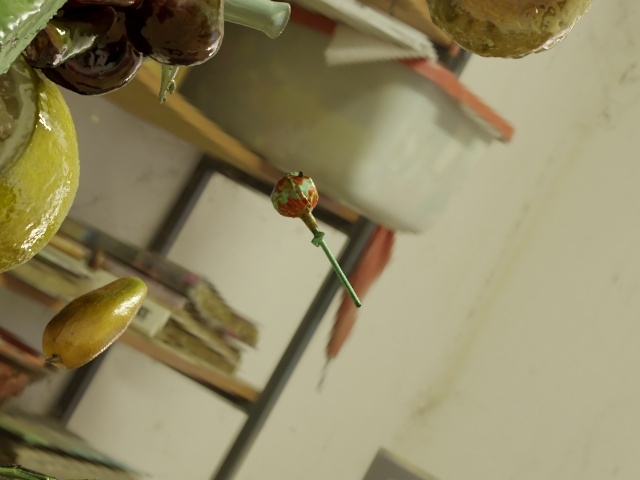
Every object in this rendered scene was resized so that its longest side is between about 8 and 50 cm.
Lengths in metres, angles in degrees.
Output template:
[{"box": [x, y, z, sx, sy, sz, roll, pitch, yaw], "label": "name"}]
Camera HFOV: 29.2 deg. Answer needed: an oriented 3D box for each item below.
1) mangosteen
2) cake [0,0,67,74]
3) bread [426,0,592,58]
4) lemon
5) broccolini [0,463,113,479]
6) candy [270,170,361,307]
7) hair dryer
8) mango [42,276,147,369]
[{"box": [-0.285, -0.376, 1.580, 0.382, 0.382, 0.435, 32, 21, -33], "label": "mangosteen"}, {"box": [-0.203, -0.170, 0.876, 0.099, 0.235, 0.100, 49, -48, 6], "label": "cake"}, {"box": [0.251, -0.353, 1.681, 0.244, 0.244, 0.134, 28, -11, 5], "label": "bread"}, {"box": [-0.506, -0.102, 1.739, 0.364, 0.364, 0.364, 29, -5, 3], "label": "lemon"}, {"box": [-0.429, 0.376, 1.905, 0.239, 0.054, 0.051, 15, -44, -13], "label": "broccolini"}, {"box": [0.000, 0.000, 1.438, 0.184, 0.056, 0.049, 60, 14, 16], "label": "candy"}, {"box": [-0.187, -0.311, 1.955, 0.206, 0.237, 0.075, 20, 27, -24], "label": "hair dryer"}, {"box": [-0.290, 0.101, 1.581, 0.101, 0.187, 0.066, -3, -60, 45], "label": "mango"}]
